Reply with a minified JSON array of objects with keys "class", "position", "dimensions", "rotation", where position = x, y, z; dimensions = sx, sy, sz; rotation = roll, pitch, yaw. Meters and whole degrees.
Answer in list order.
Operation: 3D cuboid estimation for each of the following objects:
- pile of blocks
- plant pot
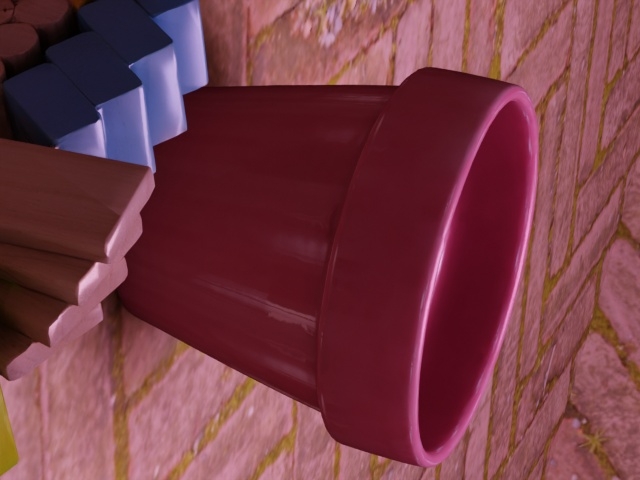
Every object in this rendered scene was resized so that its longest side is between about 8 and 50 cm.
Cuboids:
[{"class":"pile of blocks","position":[-0.116,-0.008,0.713],"dimensions":[0.112,0.149,0.362],"rotation":[85,25,-44]},{"class":"plant pot","position":[0.000,0.000,1.012],"dimensions":[0.201,0.180,0.201],"rotation":[13,90,-72]}]
